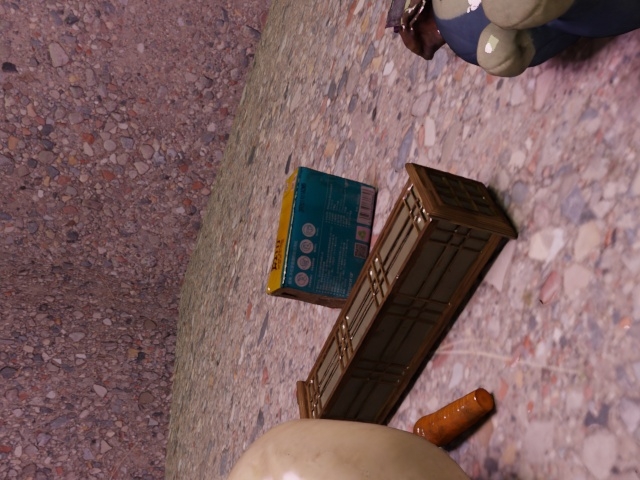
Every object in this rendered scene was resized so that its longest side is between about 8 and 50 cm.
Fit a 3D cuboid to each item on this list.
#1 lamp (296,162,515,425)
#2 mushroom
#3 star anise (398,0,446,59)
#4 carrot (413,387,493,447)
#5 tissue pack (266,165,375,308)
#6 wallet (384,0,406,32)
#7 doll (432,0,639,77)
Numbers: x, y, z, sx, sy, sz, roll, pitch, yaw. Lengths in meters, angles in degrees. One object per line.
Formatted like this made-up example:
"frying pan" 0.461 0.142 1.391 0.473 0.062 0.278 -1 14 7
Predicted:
"lamp" 0.068 0.085 0.641 0.090 0.089 0.326 -101 29 -52
"mushroom" 0.033 0.245 0.480 0.246 0.202 0.246 7 103 33
"star anise" 0.143 -0.310 0.695 0.214 0.098 0.220 -63 19 10
"carrot" 0.112 0.155 0.546 0.093 0.032 0.032 -50 30 44
"tissue pack" 0.000 0.000 0.865 0.082 0.119 0.169 155 125 -66
"wallet" 0.140 -0.368 0.860 0.111 0.030 0.166 -144 67 -66
"doll" 0.166 -0.220 0.456 0.228 0.154 0.258 -66 20 8
